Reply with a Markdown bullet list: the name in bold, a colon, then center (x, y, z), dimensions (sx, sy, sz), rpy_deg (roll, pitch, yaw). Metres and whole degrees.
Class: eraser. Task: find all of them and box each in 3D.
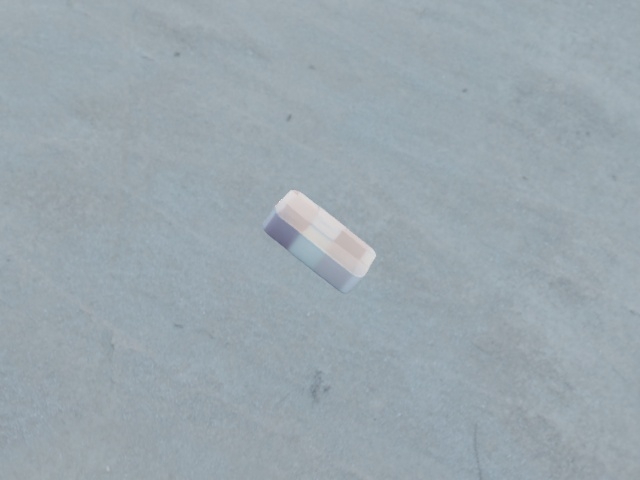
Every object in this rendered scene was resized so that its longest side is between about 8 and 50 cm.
- **eraser**: center (0.000, 0.000, 0.593), dimensions (0.105, 0.026, 0.065), rpy_deg (38, 33, -1)
